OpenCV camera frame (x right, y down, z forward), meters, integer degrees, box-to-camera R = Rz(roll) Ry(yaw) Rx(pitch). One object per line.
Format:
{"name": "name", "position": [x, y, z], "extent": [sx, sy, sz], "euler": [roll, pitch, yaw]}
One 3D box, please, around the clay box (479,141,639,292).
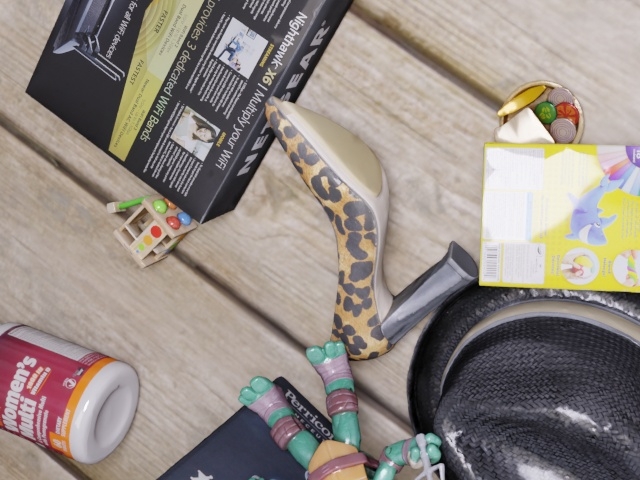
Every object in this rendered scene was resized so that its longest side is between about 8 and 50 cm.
{"name": "clay box", "position": [0.252, -0.021, 0.866], "extent": [0.222, 0.053, 0.127], "euler": [3, 95, 9]}

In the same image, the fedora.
{"name": "fedora", "position": [0.222, 0.181, 0.899], "extent": [0.334, 0.152, 0.334], "euler": [5, 105, 21]}

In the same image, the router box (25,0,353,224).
{"name": "router box", "position": [-0.127, -0.211, 0.986], "extent": [0.243, 0.081, 0.309], "euler": [37, 114, 11]}

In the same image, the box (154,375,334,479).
{"name": "box", "position": [-0.066, 0.355, 0.927], "extent": [0.293, 0.395, 0.212], "euler": [42, 114, 7]}

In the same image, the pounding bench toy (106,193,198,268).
{"name": "pounding bench toy", "position": [-0.186, -0.026, 1.072], "extent": [0.065, 0.052, 0.083], "euler": [-43, 85, 25]}

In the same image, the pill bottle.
{"name": "pill bottle", "position": [-0.331, 0.165, 1.143], "extent": [0.221, 0.121, 0.121], "euler": [17, 109, 18]}

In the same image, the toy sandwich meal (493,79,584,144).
{"name": "toy sandwich meal", "position": [0.197, -0.105, 0.905], "extent": [0.086, 0.029, 0.085], "euler": [6, 105, 21]}

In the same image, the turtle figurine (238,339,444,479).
{"name": "turtle figurine", "position": [0.014, 0.209, 0.904], "extent": [0.175, 0.234, 0.118], "euler": [-17, 136, -12]}

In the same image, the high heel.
{"name": "high heel", "position": [0.000, 0.000, 0.965], "extent": [0.261, 0.093, 0.186], "euler": [45, 121, -5]}
